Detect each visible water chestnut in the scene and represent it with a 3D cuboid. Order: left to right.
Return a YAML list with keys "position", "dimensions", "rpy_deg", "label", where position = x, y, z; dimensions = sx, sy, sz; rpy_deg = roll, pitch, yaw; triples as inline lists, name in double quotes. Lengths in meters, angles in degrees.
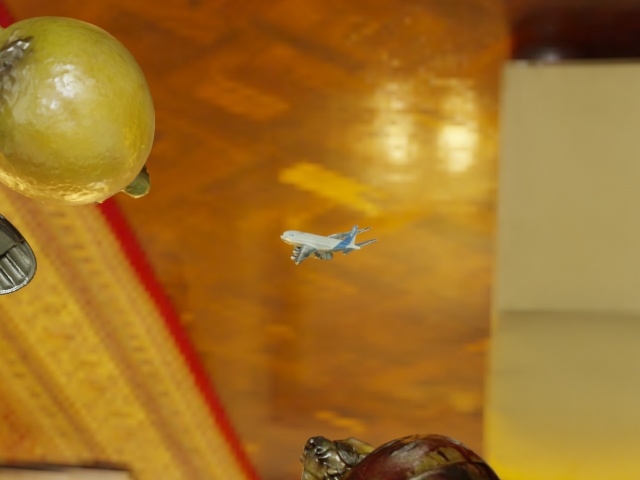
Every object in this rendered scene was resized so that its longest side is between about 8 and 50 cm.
- position: [0.066, 0.262, 1.672]
  dimensions: [0.223, 0.238, 0.224]
  rpy_deg: [-26, 148, -18]
  label: "water chestnut"

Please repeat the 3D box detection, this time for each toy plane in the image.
- position: [0.001, 0.003, 1.428]
  dimensions: [0.078, 0.024, 0.084]
  rpy_deg: [-25, -166, -41]
  label: "toy plane"

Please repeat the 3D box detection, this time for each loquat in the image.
- position: [-0.217, -0.102, 1.669]
  dimensions: [0.172, 0.149, 0.204]
  rpy_deg: [0, 141, 44]
  label: "loquat"

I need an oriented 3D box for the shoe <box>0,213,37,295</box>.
- position: [-0.284, -0.020, 1.498]
  dimensions: [0.159, 0.062, 0.053]
  rpy_deg: [49, 175, -4]
  label: "shoe"
